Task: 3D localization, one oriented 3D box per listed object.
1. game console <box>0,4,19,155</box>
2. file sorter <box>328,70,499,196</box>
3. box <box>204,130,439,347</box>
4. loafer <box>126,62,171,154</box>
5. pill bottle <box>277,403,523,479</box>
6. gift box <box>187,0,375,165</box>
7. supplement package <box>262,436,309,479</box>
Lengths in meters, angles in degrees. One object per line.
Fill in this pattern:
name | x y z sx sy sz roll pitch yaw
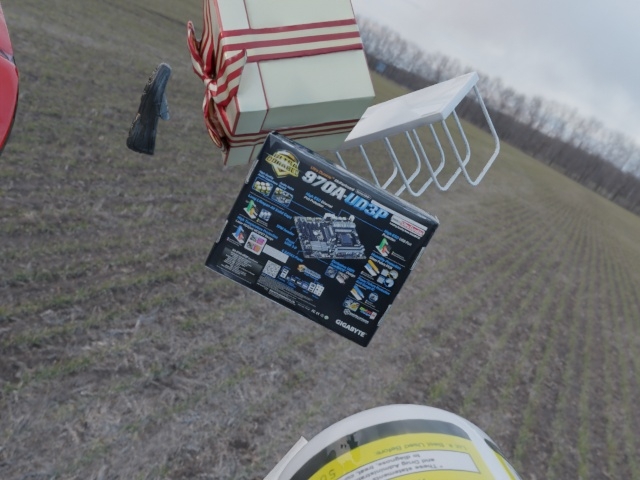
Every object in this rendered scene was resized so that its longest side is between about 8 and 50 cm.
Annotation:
game console | -0.361 -0.113 0.305 0.060 0.386 0.342 68 1 -70
file sorter | 0.196 -0.197 1.245 0.193 0.277 0.173 -48 118 -41
box | 0.000 0.000 0.703 0.220 0.175 0.051 27 14 -3
loafer | -0.398 -0.314 1.444 0.078 0.223 0.076 19 12 -24
pill bottle | 0.073 0.245 0.289 0.187 0.188 0.334 24 12 -15
gift box | -0.080 -0.293 0.998 0.258 0.276 0.255 -11 74 -16
supplement package | -0.013 0.537 1.168 0.203 0.194 0.149 17 -33 56
